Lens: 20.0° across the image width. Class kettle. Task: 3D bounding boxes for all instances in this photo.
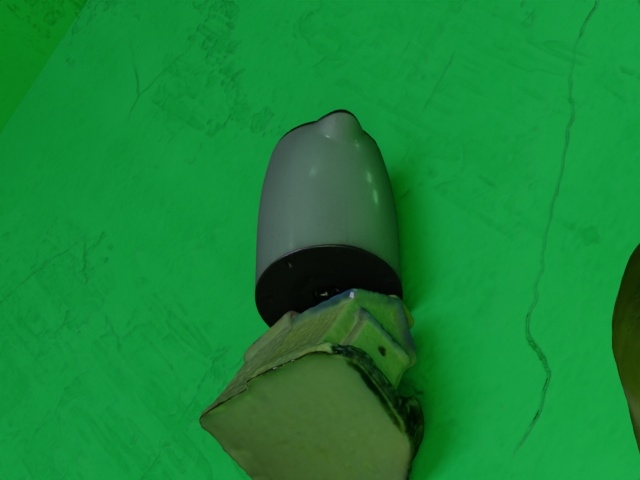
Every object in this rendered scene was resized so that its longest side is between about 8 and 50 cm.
[{"bbox_3d":[0.000,0.000,2.065,0.236,0.161,0.221,-92,14,-45],"label":"kettle"}]

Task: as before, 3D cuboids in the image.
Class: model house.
[{"bbox_3d":[0.023,0.153,1.892,0.214,0.195,0.189,-34,19,34],"label":"model house"}]

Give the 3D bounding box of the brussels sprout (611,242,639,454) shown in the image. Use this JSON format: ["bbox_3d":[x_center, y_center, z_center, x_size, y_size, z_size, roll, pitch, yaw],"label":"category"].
[{"bbox_3d":[0.374,0.105,1.313,0.289,0.281,0.355,-34,45,-12],"label":"brussels sprout"}]
